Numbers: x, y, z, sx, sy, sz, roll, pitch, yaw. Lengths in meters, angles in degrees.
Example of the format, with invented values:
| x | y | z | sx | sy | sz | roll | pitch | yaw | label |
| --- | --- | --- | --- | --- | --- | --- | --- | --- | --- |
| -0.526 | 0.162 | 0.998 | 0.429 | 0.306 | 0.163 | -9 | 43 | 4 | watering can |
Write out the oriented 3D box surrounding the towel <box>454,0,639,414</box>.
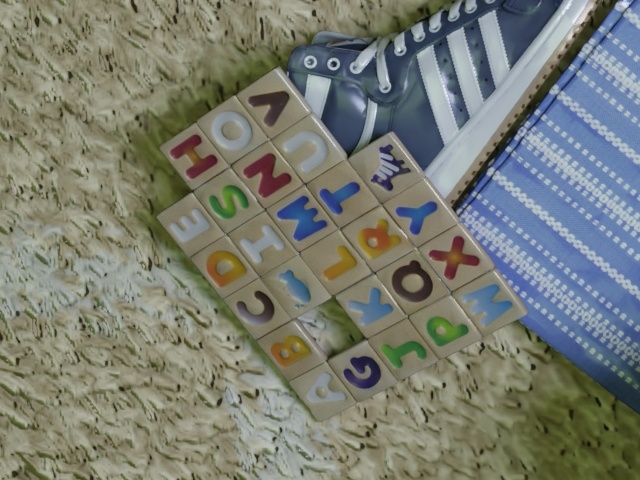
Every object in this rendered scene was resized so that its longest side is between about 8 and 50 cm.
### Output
| x | y | z | sx | sy | sz | roll | pitch | yaw | label |
| --- | --- | --- | --- | --- | --- | --- | --- | --- | --- |
| 0.268 | -0.053 | 1.320 | 0.243 | 0.040 | 0.336 | 39 | 104 | 2 | towel |

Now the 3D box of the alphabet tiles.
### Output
| x | y | z | sx | sy | sz | roll | pitch | yaw | label |
| --- | --- | --- | --- | --- | --- | --- | --- | --- | --- |
| 0.000 | 0.000 | 1.324 | 0.198 | 0.009 | 0.237 | -31 | 103 | 34 | alphabet tiles |

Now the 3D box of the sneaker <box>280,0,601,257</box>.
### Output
| x | y | z | sx | sy | sz | roll | pitch | yaw | label |
| --- | --- | --- | --- | --- | --- | --- | --- | --- | --- |
| 0.080 | -0.137 | 1.305 | 0.153 | 0.099 | 0.282 | 36 | 105 | 2 | sneaker |
